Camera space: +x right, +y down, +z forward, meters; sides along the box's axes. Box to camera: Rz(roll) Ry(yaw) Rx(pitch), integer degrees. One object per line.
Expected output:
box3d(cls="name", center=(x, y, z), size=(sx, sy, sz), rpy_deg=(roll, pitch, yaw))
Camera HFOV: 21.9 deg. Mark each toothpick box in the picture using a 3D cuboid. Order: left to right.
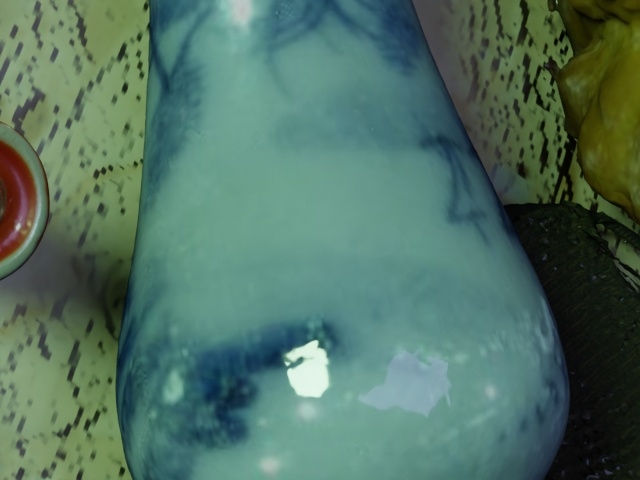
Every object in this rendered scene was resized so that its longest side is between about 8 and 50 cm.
box3d(cls="toothpick box", center=(-0.118, -0.013, 0.477), size=(0.047, 0.083, 0.047), rpy_deg=(-3, 95, -38))

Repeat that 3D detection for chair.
box3d(cls="chair", center=(0.116, 0.096, 0.615), size=(0.174, 0.149, 0.213), rpy_deg=(-27, 56, -30))

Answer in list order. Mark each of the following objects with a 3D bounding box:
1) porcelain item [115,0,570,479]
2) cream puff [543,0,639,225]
box3d(cls="porcelain item", center=(0.000, 0.000, 0.526), size=(0.141, 0.141, 0.259), rpy_deg=(0, 75, -33))
box3d(cls="cream puff", center=(0.193, -0.094, 0.652), size=(0.241, 0.155, 0.269), rpy_deg=(53, 50, -17))
